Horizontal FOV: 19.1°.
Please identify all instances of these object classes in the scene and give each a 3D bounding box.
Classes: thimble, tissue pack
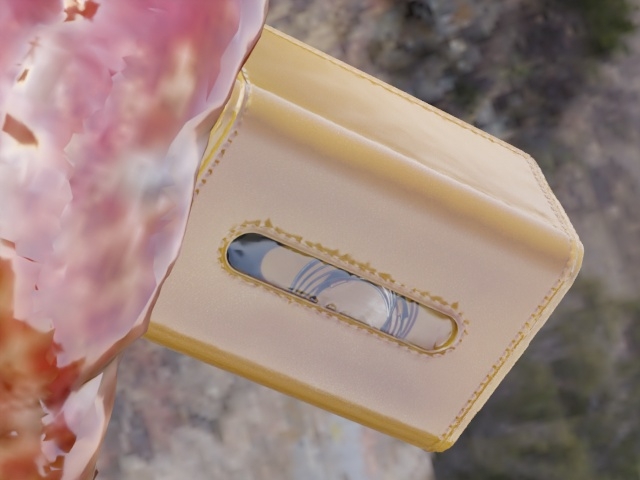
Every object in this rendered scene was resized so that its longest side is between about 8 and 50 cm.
[{"bbox_3d":[-0.152,-0.051,0.701,0.230,0.350,0.350,22,44,-4],"label":"thimble"},{"bbox_3d":[0.000,0.000,1.244,0.274,0.194,0.145,23,25,-25],"label":"tissue pack"}]
